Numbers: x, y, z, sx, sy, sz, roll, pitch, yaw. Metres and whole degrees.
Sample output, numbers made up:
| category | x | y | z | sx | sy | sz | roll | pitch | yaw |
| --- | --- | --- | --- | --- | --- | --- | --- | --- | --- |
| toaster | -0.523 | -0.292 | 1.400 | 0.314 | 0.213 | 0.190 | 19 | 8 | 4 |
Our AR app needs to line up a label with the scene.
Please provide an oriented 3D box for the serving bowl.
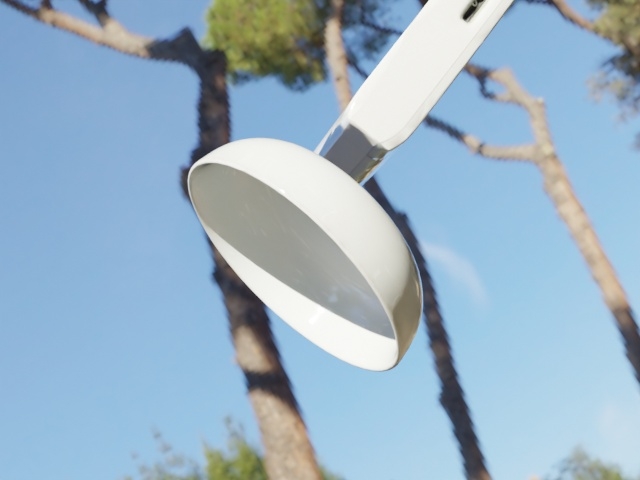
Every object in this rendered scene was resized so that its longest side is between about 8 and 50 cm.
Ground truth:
| category | x | y | z | sx | sy | sz | roll | pitch | yaw |
| --- | --- | --- | --- | --- | --- | --- | --- | --- | --- |
| serving bowl | 0.000 | 0.000 | 0.399 | 0.027 | 0.083 | 0.083 | -45 | -17 | -22 |

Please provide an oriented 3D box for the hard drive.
| category | x | y | z | sx | sy | sz | roll | pitch | yaw |
| --- | --- | --- | --- | --- | --- | --- | --- | --- | --- |
| hard drive | 0.069 | -0.127 | 1.012 | 0.233 | 0.047 | 0.353 | -53 | 3 | -13 |
